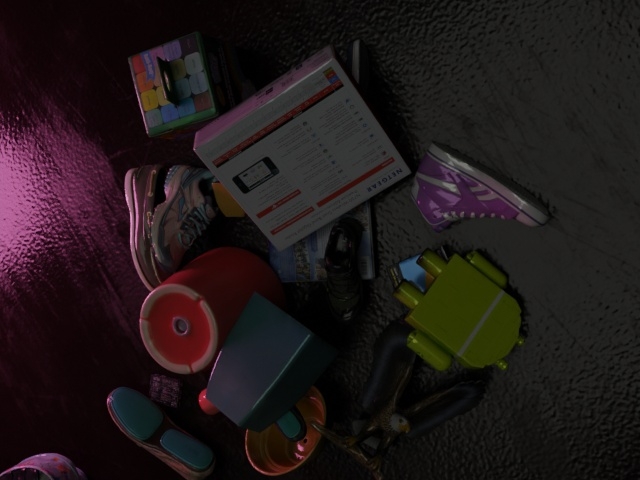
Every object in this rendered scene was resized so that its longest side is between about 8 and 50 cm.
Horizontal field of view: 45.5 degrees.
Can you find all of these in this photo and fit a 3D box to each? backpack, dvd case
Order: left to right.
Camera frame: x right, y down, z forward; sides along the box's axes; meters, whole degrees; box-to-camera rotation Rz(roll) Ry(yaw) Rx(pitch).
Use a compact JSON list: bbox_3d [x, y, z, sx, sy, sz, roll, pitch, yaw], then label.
[{"bbox_3d":[-0.692,0.666,1.920,0.225,0.191,0.254,-20,94,18],"label":"backpack"},{"bbox_3d":[0.000,0.000,1.692,0.253,0.022,0.180,-3,93,21],"label":"dvd case"}]

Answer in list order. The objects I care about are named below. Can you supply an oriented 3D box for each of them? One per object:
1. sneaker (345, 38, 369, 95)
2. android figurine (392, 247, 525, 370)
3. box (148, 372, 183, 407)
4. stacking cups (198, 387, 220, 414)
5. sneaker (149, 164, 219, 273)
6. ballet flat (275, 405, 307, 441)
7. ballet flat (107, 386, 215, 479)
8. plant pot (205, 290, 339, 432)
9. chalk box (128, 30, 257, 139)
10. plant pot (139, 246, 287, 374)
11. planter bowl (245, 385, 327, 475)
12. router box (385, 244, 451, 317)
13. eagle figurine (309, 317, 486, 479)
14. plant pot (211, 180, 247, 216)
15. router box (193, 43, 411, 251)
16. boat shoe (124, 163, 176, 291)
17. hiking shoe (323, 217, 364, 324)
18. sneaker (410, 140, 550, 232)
[{"bbox_3d":[0.017,-0.316,1.625,0.163,0.086,0.226,8,98,17],"label":"sneaker"},{"bbox_3d":[0.282,0.143,1.514,0.273,0.056,0.248,37,72,0],"label":"android figurine"},{"bbox_3d":[-0.378,0.367,1.868,0.083,0.018,0.067,9,97,20],"label":"box"},{"bbox_3d":[-0.138,0.315,1.744,0.316,0.096,0.096,-32,83,25],"label":"stacking cups"},{"bbox_3d":[-0.296,-0.057,1.700,0.122,0.110,0.283,-1,58,11],"label":"sneaker"},{"bbox_3d":[-0.091,0.349,1.638,0.074,0.074,0.203,-50,57,17],"label":"ballet flat"},{"bbox_3d":[-0.393,0.479,1.842,0.316,0.107,0.106,35,140,15],"label":"ballet flat"},{"bbox_3d":[-0.112,0.262,1.562,0.165,0.166,0.234,33,84,28],"label":"plant pot"},{"bbox_3d":[-0.277,-0.323,1.627,0.179,0.289,0.180,-13,89,22],"label":"chalk box"},{"bbox_3d":[-0.244,0.162,1.668,0.274,0.243,0.275,4,100,23],"label":"plant pot"},{"bbox_3d":[-0.054,0.429,1.690,0.217,0.090,0.217,-24,43,24],"label":"planter bowl"},{"bbox_3d":[0.232,0.114,1.600,0.133,0.046,0.179,-24,86,21],"label":"router box"},{"bbox_3d":[0.168,0.343,1.581,0.298,0.226,0.225,-51,40,-7],"label":"eagle figurine"},{"bbox_3d":[-0.189,-0.098,1.727,0.081,0.081,0.083,1,105,20],"label":"plant pot"},{"bbox_3d":[-0.035,-0.177,1.553,0.335,0.082,0.301,-30,121,13],"label":"router box"},{"bbox_3d":[-0.382,-0.029,1.789,0.091,0.109,0.305,-12,87,26],"label":"boat shoe"},{"bbox_3d":[0.038,0.068,1.609,0.086,0.114,0.227,-1,94,21],"label":"hiking shoe"},{"bbox_3d":[0.310,-0.066,1.535,0.282,0.102,0.161,34,109,26],"label":"sneaker"}]
